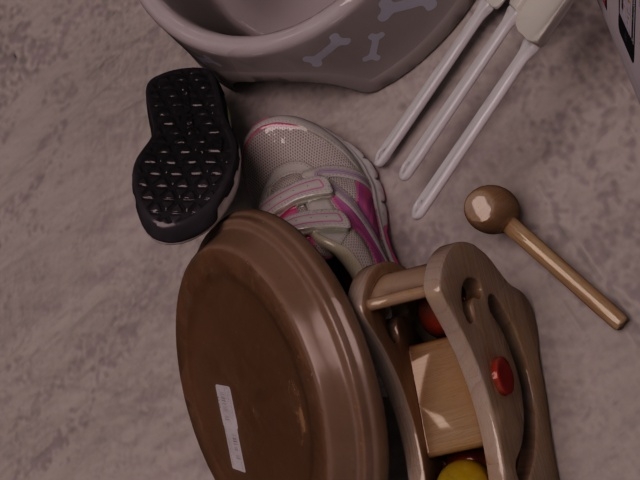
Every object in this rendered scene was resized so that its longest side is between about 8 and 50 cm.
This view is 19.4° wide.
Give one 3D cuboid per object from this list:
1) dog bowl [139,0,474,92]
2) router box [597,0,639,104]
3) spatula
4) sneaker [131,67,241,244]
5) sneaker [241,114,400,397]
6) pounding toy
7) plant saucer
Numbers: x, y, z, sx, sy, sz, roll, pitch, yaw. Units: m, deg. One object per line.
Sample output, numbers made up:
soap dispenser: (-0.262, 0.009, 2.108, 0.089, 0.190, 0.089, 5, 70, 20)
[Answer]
dog bowl: (-0.019, -0.287, 1.540, 0.349, 0.102, 0.349, -7, 77, 31)
router box: (0.243, -0.222, 1.178, 0.082, 0.335, 0.301, -8, 42, -3)
spatula: (0.120, -0.135, 1.417, 0.242, 0.019, 0.168, -55, 23, 13)
sneaker: (-0.098, -0.051, 1.502, 0.084, 0.097, 0.235, -6, 34, 4)
sneaker: (0.000, 0.000, 1.458, 0.103, 0.111, 0.252, -39, 62, 19)
pounding toy: (0.123, 0.078, 1.339, 0.155, 0.154, 0.269, -16, 72, 29)
plant saucer: (-0.038, 0.115, 1.408, 0.278, 0.041, 0.278, 36, 133, 50)
